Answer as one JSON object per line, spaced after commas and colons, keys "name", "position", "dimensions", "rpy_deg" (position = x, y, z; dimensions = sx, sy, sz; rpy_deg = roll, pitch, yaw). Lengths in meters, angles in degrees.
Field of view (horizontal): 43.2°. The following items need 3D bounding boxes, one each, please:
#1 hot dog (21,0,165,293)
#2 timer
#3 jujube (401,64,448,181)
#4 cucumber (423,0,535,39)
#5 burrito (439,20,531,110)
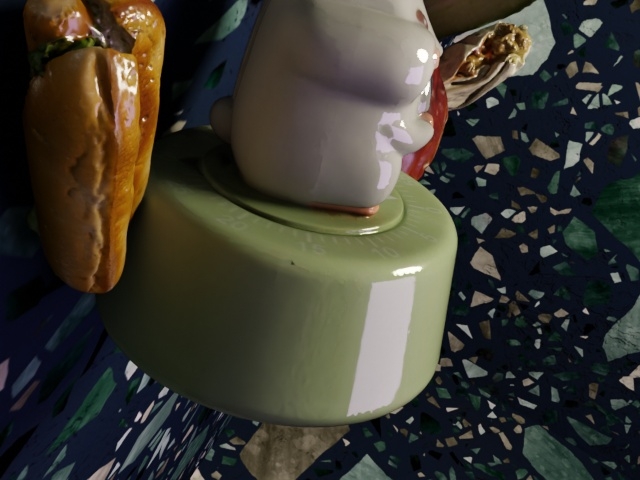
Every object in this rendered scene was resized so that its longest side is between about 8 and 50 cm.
{"name": "hot dog", "position": [-0.134, -0.048, 0.463], "dimensions": [0.249, 0.068, 0.100], "rpy_deg": [120, -19, -59]}
{"name": "timer", "position": [-0.004, -0.068, 0.620], "dimensions": [0.291, 0.290, 0.315], "rpy_deg": [-49, 158, -62]}
{"name": "jujube", "position": [0.041, -0.157, 0.875], "dimensions": [0.197, 0.197, 0.290], "rpy_deg": [114, -4, -50]}
{"name": "cucumber", "position": [0.198, -0.328, 0.972], "dimensions": [0.325, 0.105, 0.145], "rpy_deg": [-11, -141, 48]}
{"name": "burrito", "position": [0.088, -0.161, 1.040], "dimensions": [0.392, 0.076, 0.117], "rpy_deg": [-27, -166, 25]}
